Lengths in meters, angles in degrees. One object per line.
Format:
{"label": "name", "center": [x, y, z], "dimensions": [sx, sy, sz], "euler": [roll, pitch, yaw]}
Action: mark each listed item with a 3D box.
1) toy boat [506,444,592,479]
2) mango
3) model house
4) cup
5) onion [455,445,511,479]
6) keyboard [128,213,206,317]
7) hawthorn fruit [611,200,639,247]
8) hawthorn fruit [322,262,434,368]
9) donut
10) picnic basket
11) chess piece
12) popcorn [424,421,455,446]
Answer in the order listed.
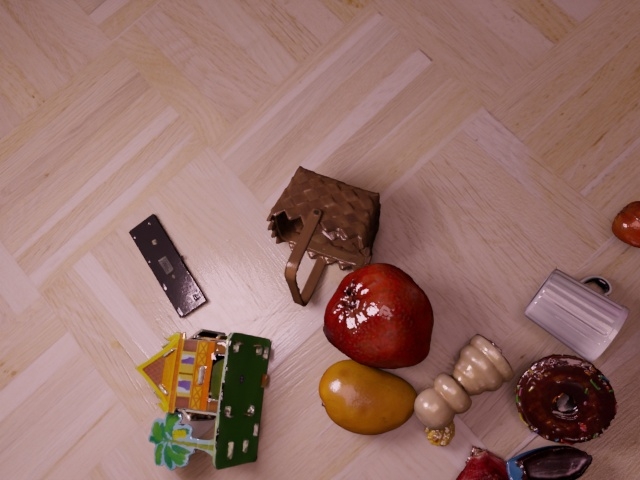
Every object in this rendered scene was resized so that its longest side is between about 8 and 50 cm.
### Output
{"label": "toy boat", "center": [0.561, 0.558, 1.492], "dimensions": [0.223, 0.097, 0.100], "euler": [-4, 63, -16]}
{"label": "mango", "center": [0.116, 0.411, 1.568], "dimensions": [0.255, 0.139, 0.175], "euler": [21, 84, 5]}
{"label": "model house", "center": [-0.323, 0.417, 1.614], "dimensions": [0.313, 0.242, 0.357], "euler": [0, 78, 24]}
{"label": "cup", "center": [0.654, 0.178, 1.563], "dimensions": [0.202, 0.221, 0.166], "euler": [35, 118, 16]}
{"label": "onion", "center": [0.416, 0.649, 1.486], "dimensions": [0.227, 0.120, 0.283], "euler": [-12, 76, -1]}
{"label": "keyboard", "center": [-0.442, 0.071, 1.774], "dimensions": [0.106, 0.027, 0.317], "euler": [-34, 75, 2]}
{"label": "hawthorn fruit", "center": [0.834, -0.042, 1.594], "dimensions": [0.128, 0.128, 0.128], "euler": [-2, 77, 7]}
{"label": "hawthorn fruit", "center": [0.172, 0.208, 1.550], "dimensions": [0.307, 0.265, 0.265], "euler": [37, 82, -28]}
{"label": "donut", "center": [0.604, 0.389, 1.509], "dimensions": [0.235, 0.089, 0.235], "euler": [3, 99, 17]}
{"label": "picnic basket", "center": [0.000, 0.000, 1.615], "dimensions": [0.291, 0.254, 0.321], "euler": [20, 67, 13]}
{"label": "chess piece", "center": [0.347, 0.367, 1.534], "dimensions": [0.261, 0.142, 0.142], "euler": [-37, 75, -8]}
{"label": "popcorn", "center": [0.308, 0.487, 1.568], "dimensions": [0.082, 0.057, 0.083], "euler": [-32, 73, -2]}
